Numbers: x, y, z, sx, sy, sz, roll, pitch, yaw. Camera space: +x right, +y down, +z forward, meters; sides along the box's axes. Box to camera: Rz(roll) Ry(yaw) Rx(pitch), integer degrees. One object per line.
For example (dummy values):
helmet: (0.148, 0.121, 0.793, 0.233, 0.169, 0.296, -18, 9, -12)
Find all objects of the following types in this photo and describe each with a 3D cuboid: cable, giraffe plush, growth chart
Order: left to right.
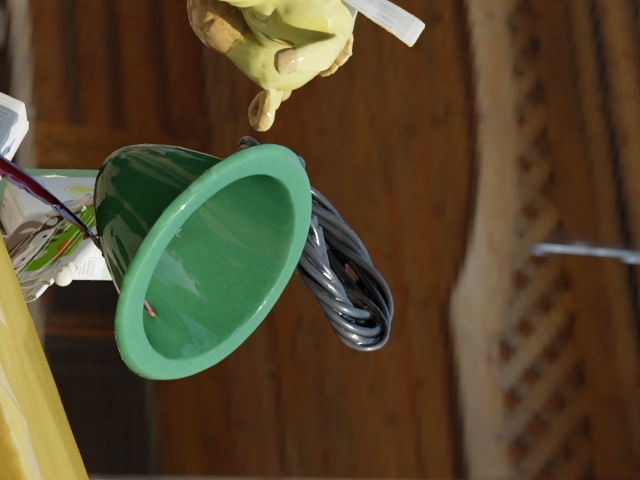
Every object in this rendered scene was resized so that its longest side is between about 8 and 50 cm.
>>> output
growth chart: (-0.251, 0.015, 1.695, 0.237, 0.021, 0.172, -21, -153, 35)
giraffe plush: (-0.030, -0.178, 1.414, 0.210, 0.181, 0.170, 49, -21, 6)
cable: (0.000, 0.000, 1.484, 0.184, 0.047, 0.150, 62, 6, 23)

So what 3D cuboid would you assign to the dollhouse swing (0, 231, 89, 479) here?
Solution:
dollhouse swing: (-0.249, 0.135, 0.750, 0.305, 0.346, 0.315, 71, -4, -71)

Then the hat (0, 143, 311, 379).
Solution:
hat: (-0.131, -0.033, 1.305, 0.183, 0.173, 0.208, 35, -20, 27)

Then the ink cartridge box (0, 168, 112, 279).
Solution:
ink cartridge box: (-0.225, -0.038, 1.923, 0.235, 0.171, 0.056, -126, -137, -52)

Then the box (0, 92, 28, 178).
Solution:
box: (-0.422, -0.151, 1.795, 0.063, 0.324, 0.067, 103, 10, -69)
